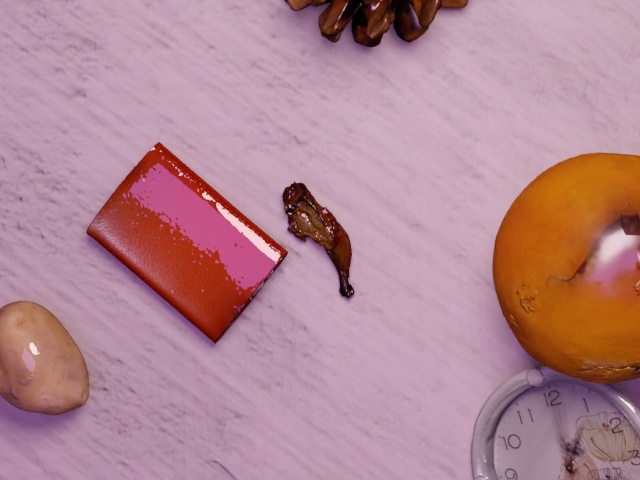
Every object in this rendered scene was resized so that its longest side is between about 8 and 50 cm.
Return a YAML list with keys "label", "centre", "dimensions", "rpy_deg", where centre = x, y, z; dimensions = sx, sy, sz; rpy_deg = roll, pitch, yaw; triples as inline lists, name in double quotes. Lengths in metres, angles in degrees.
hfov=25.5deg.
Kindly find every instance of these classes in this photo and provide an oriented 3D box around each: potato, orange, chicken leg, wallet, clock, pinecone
- label: "potato"
  centre: [-0.334, 0.140, 1.657]
  dimensions: [0.112, 0.112, 0.147]
  rpy_deg: [-29, 87, 11]
- label: "orange"
  centre: [0.299, 0.029, 1.466]
  dimensions: [0.246, 0.246, 0.246]
  rpy_deg: [1, 96, 10]
- label: "chicken leg"
  centre: [0.003, -0.003, 1.616]
  dimensions: [0.062, 0.037, 0.145]
  rpy_deg: [-40, 87, 33]
- label: "wallet"
  centre: [-0.154, 0.003, 1.639]
  dimensions: [0.204, 0.045, 0.142]
  rpy_deg: [40, 103, 5]
- label: "clock"
  centre: [0.278, 0.251, 1.563]
  dimensions: [0.236, 0.053, 0.236]
  rpy_deg: [6, 100, 36]
- label: "pinecone"
  centre: [0.057, -0.307, 1.498]
  dimensions: [0.229, 0.201, 0.202]
  rpy_deg: [-35, 74, 36]

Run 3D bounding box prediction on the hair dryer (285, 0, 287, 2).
- label: "hair dryer"
  centre: [-0.089, -0.378, 1.579]
  dimensions: [0.070, 0.114, 0.248]
  rpy_deg: [-28, 110, 18]
